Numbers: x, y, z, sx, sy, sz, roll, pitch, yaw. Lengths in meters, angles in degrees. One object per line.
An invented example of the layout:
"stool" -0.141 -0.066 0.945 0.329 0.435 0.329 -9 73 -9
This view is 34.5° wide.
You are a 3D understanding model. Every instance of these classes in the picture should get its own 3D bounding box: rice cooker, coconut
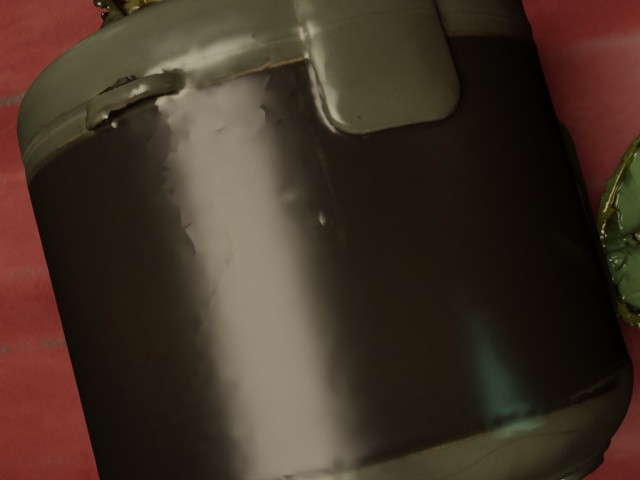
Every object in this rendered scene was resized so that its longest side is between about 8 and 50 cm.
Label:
"rice cooker" 0.000 0.000 0.620 0.335 0.335 0.325 -19 83 29
"coconut" 0.238 -0.025 0.621 0.158 0.055 0.133 -21 81 28

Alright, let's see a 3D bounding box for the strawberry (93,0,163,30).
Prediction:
"strawberry" -0.087 -0.240 0.773 0.188 0.106 0.286 8 83 30
